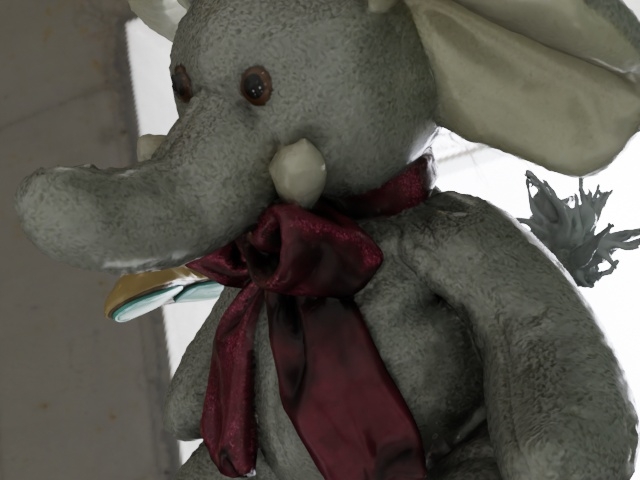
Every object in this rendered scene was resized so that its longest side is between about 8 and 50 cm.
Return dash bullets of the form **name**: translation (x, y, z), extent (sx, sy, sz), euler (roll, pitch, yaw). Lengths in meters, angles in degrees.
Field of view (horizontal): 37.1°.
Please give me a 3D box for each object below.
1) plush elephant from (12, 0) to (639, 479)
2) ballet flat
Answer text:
- **plush elephant**: translation (0.000, 0.000, 0.406), extent (0.272, 0.255, 0.330), euler (-1, -141, 53)
- **ballet flat**: translation (-0.182, 0.043, 1.107), extent (0.080, 0.232, 0.073), euler (-36, -102, 23)
